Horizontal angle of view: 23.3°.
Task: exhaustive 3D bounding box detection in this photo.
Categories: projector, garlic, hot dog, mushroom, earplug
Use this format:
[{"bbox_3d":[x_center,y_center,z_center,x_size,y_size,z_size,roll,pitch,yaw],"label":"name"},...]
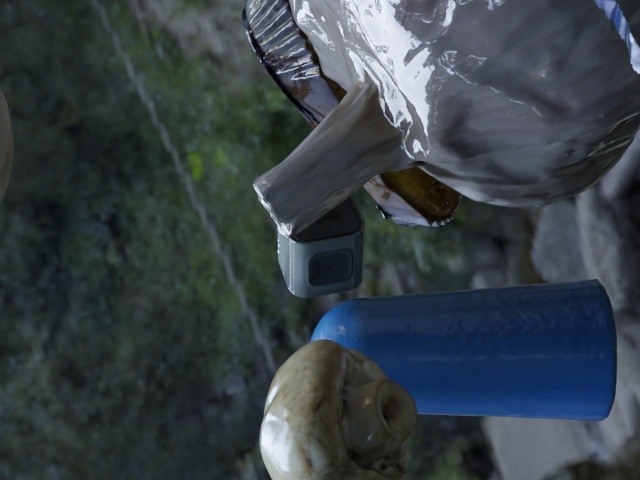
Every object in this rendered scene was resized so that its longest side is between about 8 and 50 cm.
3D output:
[{"bbox_3d":[0.000,0.000,1.628,0.082,0.083,0.083,90,166,-45],"label":"projector"},{"bbox_3d":[0.052,-0.084,0.736,0.218,0.212,0.218,38,159,17],"label":"garlic"},{"bbox_3d":[0.029,-0.100,1.123,0.253,0.069,0.131,47,-162,-38],"label":"hot dog"},{"bbox_3d":[0.015,0.146,1.204,0.148,0.112,0.148,27,-129,-38],"label":"mushroom"},{"bbox_3d":[0.125,0.104,1.441,0.132,0.273,0.132,179,90,-86],"label":"earplug"}]

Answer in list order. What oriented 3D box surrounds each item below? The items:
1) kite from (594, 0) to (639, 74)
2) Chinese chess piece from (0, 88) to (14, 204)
[{"bbox_3d":[0.158,-0.048,0.598,0.245,0.015,0.141,59,166,8],"label":"kite"},{"bbox_3d":[-0.334,-0.068,1.032,0.257,0.257,0.104,84,-169,-78],"label":"Chinese chess piece"}]
